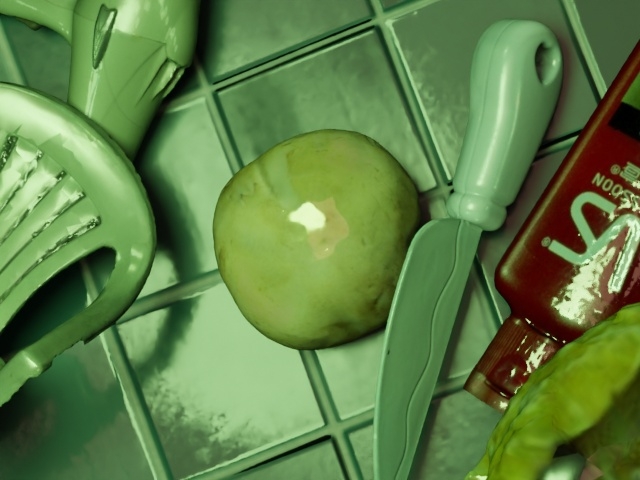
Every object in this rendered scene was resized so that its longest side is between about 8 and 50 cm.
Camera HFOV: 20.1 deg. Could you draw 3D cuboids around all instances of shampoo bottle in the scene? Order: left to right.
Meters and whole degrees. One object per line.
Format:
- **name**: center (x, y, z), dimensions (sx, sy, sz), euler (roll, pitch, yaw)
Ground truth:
- **shampoo bottle**: center (0.203, -0.019, 1.167), dimensions (0.118, 0.076, 0.314), euler (33, 91, 17)

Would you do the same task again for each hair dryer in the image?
- **hair dryer**: center (-0.185, -0.109, 1.237), dimensions (0.225, 0.088, 0.219), euler (-1, 89, 21)

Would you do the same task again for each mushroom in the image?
- **mushroom**: center (0.000, 0.000, 1.176), dimensions (0.148, 0.112, 0.148), euler (0, 89, 8)

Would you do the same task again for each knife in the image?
- **knife**: center (0.083, 0.009, 1.162), dimensions (0.044, 0.080, 0.331), euler (12, 77, 38)

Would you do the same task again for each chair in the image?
- **chair**: center (-0.258, 0.043, 1.158), dimensions (0.203, 0.190, 0.275), euler (45, 115, 7)

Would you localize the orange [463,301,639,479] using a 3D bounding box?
- **orange**: center (0.208, 0.201, 1.072), dimensions (0.271, 0.210, 0.369), euler (-23, 110, -20)
